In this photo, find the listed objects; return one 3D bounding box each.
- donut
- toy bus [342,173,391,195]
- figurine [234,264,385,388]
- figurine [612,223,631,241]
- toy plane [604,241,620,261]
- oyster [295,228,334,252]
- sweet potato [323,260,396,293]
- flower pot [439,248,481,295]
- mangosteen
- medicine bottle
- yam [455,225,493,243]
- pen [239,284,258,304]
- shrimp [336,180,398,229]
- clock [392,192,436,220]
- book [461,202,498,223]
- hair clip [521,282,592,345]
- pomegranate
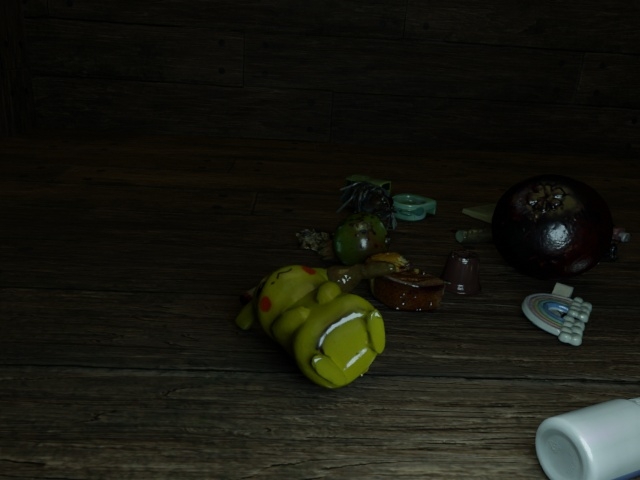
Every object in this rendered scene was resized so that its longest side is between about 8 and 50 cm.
[{"bbox_3d":[0.179,0.099,1.246,0.141,0.085,0.217,-4,20,-20],"label":"donut"},{"bbox_3d":[0.176,-0.194,2.034,0.174,0.101,0.088,16,23,35],"label":"toy bus"},{"bbox_3d":[-0.015,0.136,0.984,0.218,0.169,0.326,-32,40,-20],"label":"figurine"},{"bbox_3d":[0.982,-0.037,1.807,0.072,0.054,0.129,-5,23,-34],"label":"figurine"},{"bbox_3d":[0.834,0.034,1.596,0.197,0.054,0.078,-14,18,-43],"label":"toy plane"},{"bbox_3d":[0.007,-0.004,1.554,0.148,0.051,0.103,7,25,-20],"label":"oyster"},{"bbox_3d":[0.055,0.087,1.215,0.269,0.075,0.074,-16,9,29],"label":"sweet potato"},{"bbox_3d":[0.352,0.074,1.336,0.111,0.089,0.111,3,20,-1],"label":"flower pot"},{"bbox_3d":[0.605,-0.024,1.423,0.296,0.293,0.297,-3,46,3],"label":"mangosteen"},{"bbox_3d":[0.405,0.282,0.751,0.186,0.103,0.103,-5,21,-23],"label":"medicine bottle"},{"bbox_3d":[0.560,-0.023,1.690,0.273,0.061,0.061,-3,21,-15],"label":"yam"},{"bbox_3d":[-0.119,0.103,1.273,0.026,0.026,0.218,13,22,25],"label":"pen"},{"bbox_3d":[0.153,-0.121,1.763,0.221,0.166,0.411,27,19,-18],"label":"shrimp"},{"bbox_3d":[0.310,-0.116,1.900,0.148,0.060,0.188,20,26,36],"label":"clock"},{"bbox_3d":[0.692,-0.102,1.972,0.289,0.026,0.201,-9,23,-32],"label":"book"},{"bbox_3d":[0.526,0.160,1.201,0.140,0.054,0.220,22,30,26],"label":"hair clip"},{"bbox_3d":[0.088,0.007,1.409,0.204,0.159,0.159,-15,9,30],"label":"pomegranate"}]
